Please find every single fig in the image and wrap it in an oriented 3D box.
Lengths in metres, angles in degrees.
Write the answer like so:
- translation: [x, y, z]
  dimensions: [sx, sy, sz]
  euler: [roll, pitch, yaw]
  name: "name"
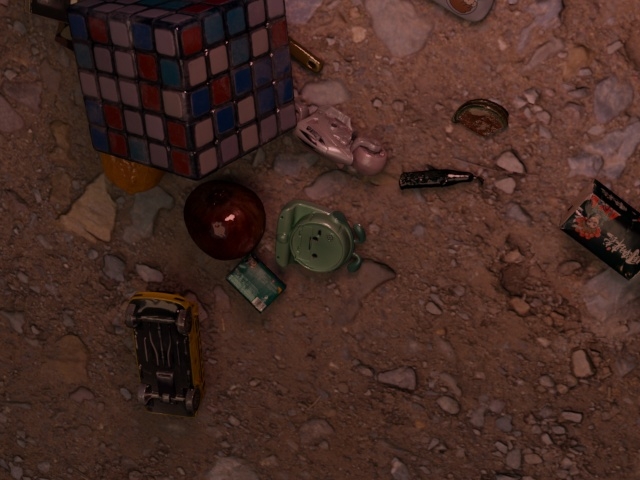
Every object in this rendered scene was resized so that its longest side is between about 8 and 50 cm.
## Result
- translation: [-0.193, -0.019, 2.055]
  dimensions: [0.175, 0.175, 0.207]
  euler: [5, 133, 18]
  name: "fig"

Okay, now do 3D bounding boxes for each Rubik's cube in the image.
- translation: [-0.246, -0.312, 1.788]
  dimensions: [0.292, 0.287, 0.293]
  euler: [19, 126, 34]
  name: "Rubik's cube"

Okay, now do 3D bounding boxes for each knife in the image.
- translation: [-0.127, -0.441, 1.872]
  dimensions: [0.343, 0.027, 0.061]
  euler: [37, 130, 2]
  name: "knife"

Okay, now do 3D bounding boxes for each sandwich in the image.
- translation: [0.302, -0.230, 1.831]
  dimensions: [0.101, 0.026, 0.069]
  euler: [24, 121, 6]
  name: "sandwich"

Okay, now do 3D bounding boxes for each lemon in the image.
- translation: [-0.387, -0.185, 2.036]
  dimensions: [0.142, 0.142, 0.187]
  euler: [14, 118, 12]
  name: "lemon"

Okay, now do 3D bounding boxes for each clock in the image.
- translation: [0.001, 0.000, 2.042]
  dimensions: [0.189, 0.060, 0.148]
  euler: [12, 120, 13]
  name: "clock"

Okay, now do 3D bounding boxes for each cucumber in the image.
- translation: [0.235, -0.119, 1.909]
  dimensions: [0.163, 0.039, 0.043]
  euler: [-3, 137, 23]
  name: "cucumber"

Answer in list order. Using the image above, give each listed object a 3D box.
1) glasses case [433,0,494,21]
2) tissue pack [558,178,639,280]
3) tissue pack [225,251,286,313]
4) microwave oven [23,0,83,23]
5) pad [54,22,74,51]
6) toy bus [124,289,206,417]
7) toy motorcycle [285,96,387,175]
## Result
- translation: [0.223, -0.453, 1.729]
  dimensions: [0.179, 0.045, 0.067]
  euler: [31, 123, 1]
  name: "glasses case"
- translation: [0.543, -0.020, 1.818]
  dimensions: [0.170, 0.090, 0.103]
  euler: [35, 120, -2]
  name: "tissue pack"
- translation: [-0.141, 0.089, 2.137]
  dimensions: [0.111, 0.079, 0.085]
  euler: [45, 90, -7]
  name: "tissue pack"
- translation: [-0.473, -0.534, 1.865]
  dimensions: [0.129, 0.163, 0.204]
  euler: [17, 120, 10]
  name: "microwave oven"
- translation: [-0.428, -0.422, 2.005]
  dimensions: [0.235, 0.003, 0.158]
  euler: [29, 123, 3]
  name: "pad"
- translation: [-0.344, 0.245, 2.245]
  dimensions: [0.144, 0.152, 0.330]
  euler: [5, 121, 11]
  name: "toy bus"
- translation: [0.011, -0.199, 1.904]
  dimensions: [0.254, 0.112, 0.112]
  euler: [28, 123, 5]
  name: "toy motorcycle"
